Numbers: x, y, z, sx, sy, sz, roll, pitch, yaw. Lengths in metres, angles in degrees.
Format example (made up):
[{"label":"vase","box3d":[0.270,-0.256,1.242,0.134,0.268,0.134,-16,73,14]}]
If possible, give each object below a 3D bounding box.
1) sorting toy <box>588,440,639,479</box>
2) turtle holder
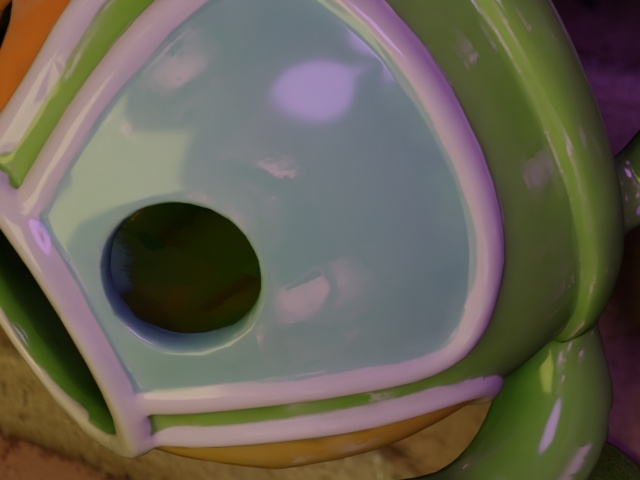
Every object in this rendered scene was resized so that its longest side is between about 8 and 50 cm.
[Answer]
[{"label":"sorting toy","box3d":[0.096,0.176,0.845,0.365,0.126,0.127,47,128,14]},{"label":"turtle holder","box3d":[-0.013,-0.012,0.755,0.243,0.227,0.320,36,153,41]}]
